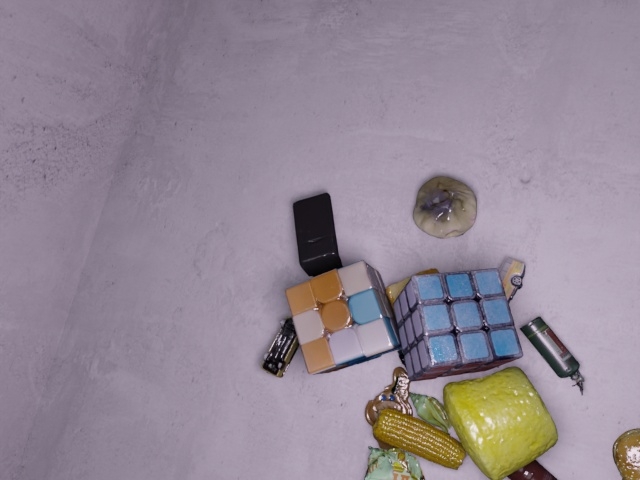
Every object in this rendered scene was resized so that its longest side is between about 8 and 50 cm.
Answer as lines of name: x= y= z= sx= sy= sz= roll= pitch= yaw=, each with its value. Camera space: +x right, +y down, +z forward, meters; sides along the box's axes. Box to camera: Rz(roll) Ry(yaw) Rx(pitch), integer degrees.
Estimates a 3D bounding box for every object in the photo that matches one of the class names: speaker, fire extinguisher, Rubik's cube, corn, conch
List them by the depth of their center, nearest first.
Rubik's cube: x=0.439 y=0.287 z=1.552 sx=0.306 sy=0.303 sz=0.300 roll=-6 pitch=66 yaw=-8
fire extinguisher: x=0.806 y=0.894 z=1.574 sx=0.337 sy=0.136 sz=0.114 roll=39 pitch=127 yaw=22
fire extinguisher: x=0.867 y=0.419 z=1.690 sx=0.294 sy=0.118 sz=0.093 roll=56 pitch=132 yaw=21
corn: x=0.371 y=0.744 z=1.735 sx=0.345 sy=0.131 sz=0.131 roll=23 pitch=85 yaw=6
conch: x=0.426 y=0.655 z=1.788 sx=0.201 sy=0.079 sz=0.094 roll=30 pitch=74 yaw=5
Rubik's cube: x=0.107 y=0.312 z=1.831 sx=0.345 sy=0.346 sz=0.346 roll=-21 pitch=71 yaw=13
speaker: x=0.000 y=0.000 z=2.057 sx=0.180 sy=0.184 sz=0.387 roll=-15 pitch=58 yaw=13

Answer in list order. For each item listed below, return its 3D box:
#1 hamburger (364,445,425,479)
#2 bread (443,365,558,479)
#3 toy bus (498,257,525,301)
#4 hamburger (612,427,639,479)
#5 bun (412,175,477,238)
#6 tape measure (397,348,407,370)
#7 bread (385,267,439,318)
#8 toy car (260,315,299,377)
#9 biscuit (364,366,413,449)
hamburger: x=0.266 y=0.878 z=1.752 sx=0.235 sy=0.125 sz=0.214 roll=37 pitch=94 yaw=23
bread: x=0.615 y=0.617 z=1.606 sx=0.308 sy=0.348 sz=0.348 roll=-26 pitch=70 yaw=0
toy bus: x=0.709 y=0.201 z=1.799 sx=0.106 sy=0.092 sz=0.268 roll=27 pitch=86 yaw=31
hamburger: x=1.082 y=0.727 z=1.529 sx=0.190 sy=0.122 sz=0.214 roll=-5 pitch=73 yaw=19
bun: x=0.513 y=-0.141 z=1.906 sx=0.273 sy=0.168 sz=0.272 roll=-8 pitch=69 yaw=22
tape measure: x=0.348 y=0.478 z=1.844 sx=0.054 sy=0.094 sz=0.091 roll=-35 pitch=33 yaw=8
bread: x=0.425 y=0.311 z=1.811 sx=0.237 sy=0.165 sz=0.375 roll=-29 pitch=64 yaw=21
toy car: x=-0.153 y=0.461 z=2.002 sx=0.101 sy=0.124 sz=0.256 roll=23 pitch=75 yaw=22
biscuit: x=0.284 y=0.667 z=1.849 sx=0.184 sy=0.047 sz=0.319 roll=23 pitch=83 yaw=19
